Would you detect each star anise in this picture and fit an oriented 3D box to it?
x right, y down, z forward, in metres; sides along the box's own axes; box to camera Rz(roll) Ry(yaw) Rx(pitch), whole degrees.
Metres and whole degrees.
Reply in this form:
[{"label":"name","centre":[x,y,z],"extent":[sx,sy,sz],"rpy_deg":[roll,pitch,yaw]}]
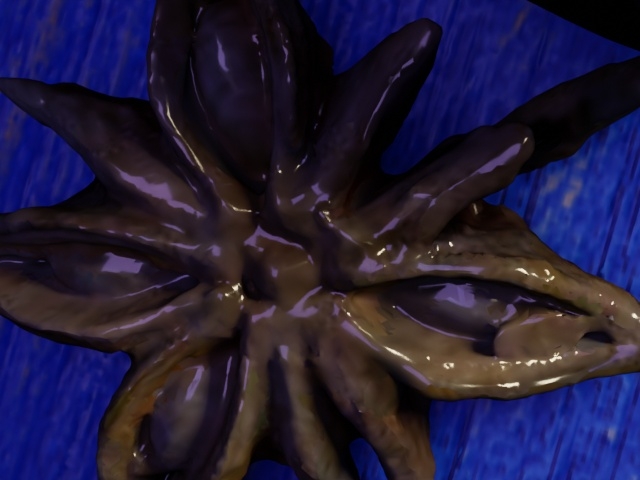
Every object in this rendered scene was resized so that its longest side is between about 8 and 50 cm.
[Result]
[{"label":"star anise","centre":[-0.002,-0.001,0.705],"extent":[0.292,0.109,0.349],"rpy_deg":[34,108,-7]}]

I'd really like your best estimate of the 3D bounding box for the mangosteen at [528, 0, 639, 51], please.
[{"label":"mangosteen","centre":[0.146,-0.207,0.565],"extent":[0.297,0.297,0.313],"rpy_deg":[-26,38,12]}]
